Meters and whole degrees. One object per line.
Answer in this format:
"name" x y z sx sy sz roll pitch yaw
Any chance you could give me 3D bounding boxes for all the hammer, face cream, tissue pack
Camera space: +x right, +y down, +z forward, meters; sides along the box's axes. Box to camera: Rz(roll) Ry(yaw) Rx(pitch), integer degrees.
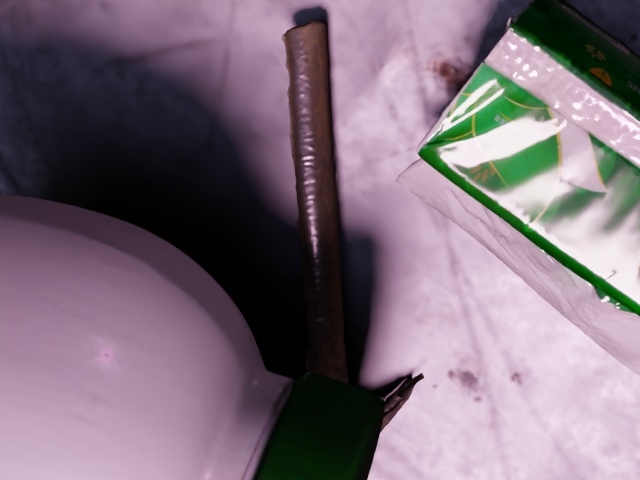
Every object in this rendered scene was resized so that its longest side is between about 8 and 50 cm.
"hammer" 0.000 0.000 0.881 0.125 0.027 0.297 -7 100 -11
"face cream" -0.159 0.137 0.775 0.357 0.219 0.312 18 106 8
"tissue pack" 0.166 -0.027 0.779 0.209 0.148 0.156 37 112 2
